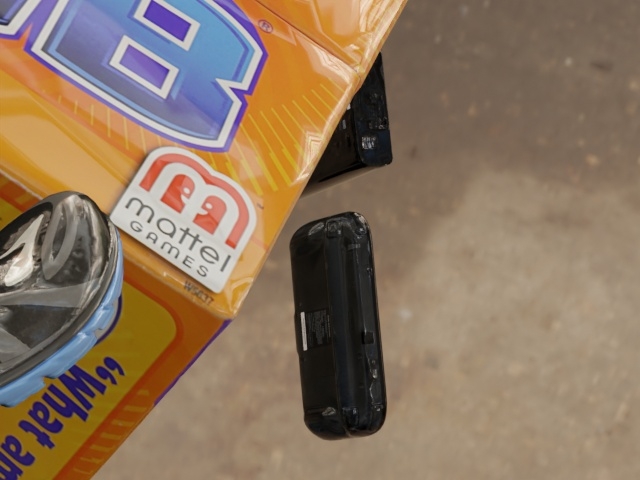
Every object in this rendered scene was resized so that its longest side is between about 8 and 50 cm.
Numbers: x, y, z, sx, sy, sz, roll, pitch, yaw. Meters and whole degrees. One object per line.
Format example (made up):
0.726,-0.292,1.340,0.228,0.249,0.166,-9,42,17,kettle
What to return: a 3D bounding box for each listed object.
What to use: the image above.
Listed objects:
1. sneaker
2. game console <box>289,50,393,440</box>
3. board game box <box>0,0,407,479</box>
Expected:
-0.136,0.024,0.594,0.188,0.078,0.067,-28,18,-38,sneaker
0.000,0.000,1.734,0.044,0.213,0.361,0,80,-30,game console
-0.211,-0.076,0.966,0.356,0.356,0.356,35,42,-8,board game box
